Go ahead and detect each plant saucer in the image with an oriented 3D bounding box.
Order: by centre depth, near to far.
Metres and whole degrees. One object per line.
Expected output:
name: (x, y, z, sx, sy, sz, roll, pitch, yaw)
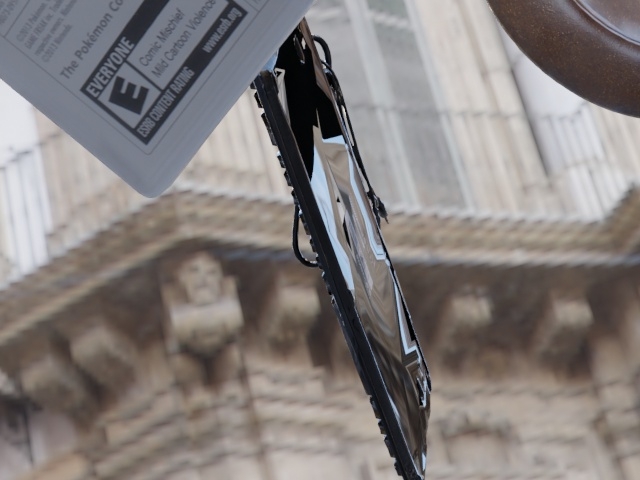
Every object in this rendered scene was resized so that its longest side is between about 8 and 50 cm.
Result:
plant saucer: (0.152, -0.137, 0.933, 0.168, 0.168, 0.029, 0, -22, -21)

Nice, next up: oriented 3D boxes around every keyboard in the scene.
keyboard: (0.000, 0.000, 0.742, 0.038, 0.100, 0.192, -11, -60, 14)

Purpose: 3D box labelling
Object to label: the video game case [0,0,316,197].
video game case: (-0.058, -0.133, 0.474, 0.183, 0.023, 0.201, 39, -56, -3)
